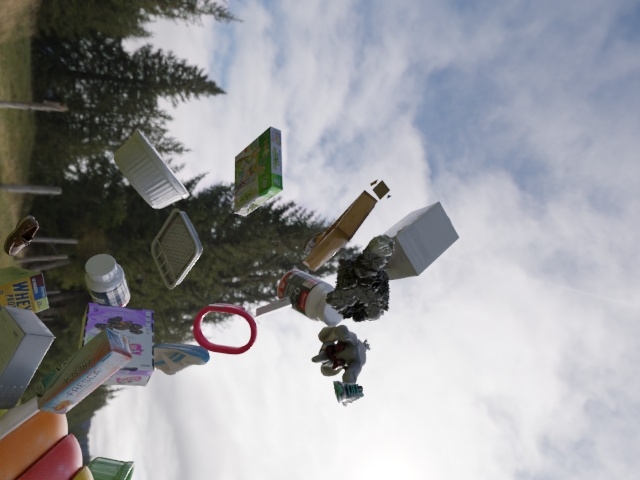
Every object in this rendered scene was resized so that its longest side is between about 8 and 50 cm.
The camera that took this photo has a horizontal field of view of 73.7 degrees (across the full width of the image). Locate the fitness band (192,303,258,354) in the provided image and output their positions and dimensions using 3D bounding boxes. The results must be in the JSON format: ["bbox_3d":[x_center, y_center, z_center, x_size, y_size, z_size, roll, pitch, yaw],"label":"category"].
[{"bbox_3d":[-0.407,0.379,1.829,0.054,0.290,0.209,-26,121,-77],"label":"fitness band"}]

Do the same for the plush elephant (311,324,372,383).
[{"bbox_3d":[0.077,0.547,2.059,0.255,0.330,0.272,-16,-100,23],"label":"plush elephant"}]

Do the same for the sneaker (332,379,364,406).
[{"bbox_3d":[0.082,0.421,1.199,0.166,0.076,0.065,62,10,-62],"label":"sneaker"}]

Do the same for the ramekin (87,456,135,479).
[{"bbox_3d":[-0.818,0.955,1.563,0.303,0.148,0.304,-160,-90,-83],"label":"ramekin"}]

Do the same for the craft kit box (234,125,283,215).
[{"bbox_3d":[-0.231,-0.248,1.559,0.249,0.060,0.247,-27,-118,43],"label":"craft kit box"}]

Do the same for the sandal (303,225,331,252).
[{"bbox_3d":[0.000,0.000,1.940,0.049,0.180,0.072,48,-15,41],"label":"sandal"}]

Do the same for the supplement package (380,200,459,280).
[{"bbox_3d":[0.375,0.003,1.699,0.178,0.292,0.175,59,-31,-6],"label":"supplement package"}]

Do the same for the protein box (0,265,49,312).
[{"bbox_3d":[-1.107,0.191,1.479,0.201,0.199,0.136,6,-74,27],"label":"protein box"}]

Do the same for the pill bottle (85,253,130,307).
[{"bbox_3d":[-0.648,0.126,1.294,0.180,0.107,0.108,104,-32,-49],"label":"pill bottle"}]

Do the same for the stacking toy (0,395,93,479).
[{"bbox_3d":[-0.766,0.707,1.185,0.480,0.350,0.350,51,-39,-2],"label":"stacking toy"}]

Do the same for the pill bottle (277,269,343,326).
[{"bbox_3d":[-0.043,0.296,2.209,0.362,0.210,0.211,19,-74,45],"label":"pill bottle"}]

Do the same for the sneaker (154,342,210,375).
[{"bbox_3d":[-0.465,0.398,1.421,0.228,0.087,0.093,-1,-92,22],"label":"sneaker"}]

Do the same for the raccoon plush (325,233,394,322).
[{"bbox_3d":[0.186,0.088,1.550,0.447,0.215,0.299,-56,-167,39],"label":"raccoon plush"}]

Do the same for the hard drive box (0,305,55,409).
[{"bbox_3d":[-0.906,0.337,1.239,0.181,0.089,0.232,26,-94,34],"label":"hard drive box"}]

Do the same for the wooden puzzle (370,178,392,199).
[{"bbox_3d":[0.281,-0.234,1.971,0.078,0.014,0.117,-39,-110,34],"label":"wooden puzzle"}]

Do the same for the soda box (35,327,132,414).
[{"bbox_3d":[-0.465,0.258,0.842,0.183,0.058,0.063,-39,-129,-1],"label":"soda box"}]

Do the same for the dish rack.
[{"bbox_3d":[-0.689,0.041,2.071,0.333,0.072,0.286,-47,-117,31],"label":"dish rack"}]

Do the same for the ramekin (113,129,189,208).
[{"bbox_3d":[-0.588,-0.232,1.471,0.273,0.127,0.273,51,-9,11],"label":"ramekin"}]

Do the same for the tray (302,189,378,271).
[{"bbox_3d":[0.068,-0.024,1.681,0.076,0.203,0.411,38,-27,-2],"label":"tray"}]

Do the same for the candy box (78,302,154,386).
[{"bbox_3d":[-0.507,0.259,1.066,0.070,0.164,0.196,-57,-144,27],"label":"candy box"}]

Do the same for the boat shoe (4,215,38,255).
[{"bbox_3d":[-1.137,-0.009,1.625,0.060,0.064,0.178,39,-83,15],"label":"boat shoe"}]

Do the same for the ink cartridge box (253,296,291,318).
[{"bbox_3d":[-0.248,0.332,2.054,0.223,0.223,0.046,109,-39,-78],"label":"ink cartridge box"}]
